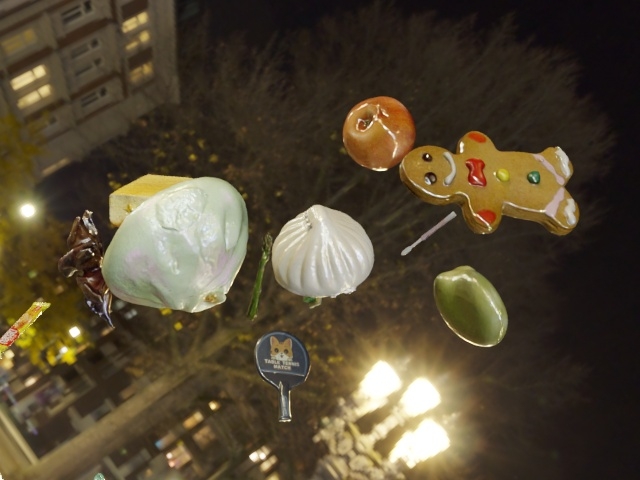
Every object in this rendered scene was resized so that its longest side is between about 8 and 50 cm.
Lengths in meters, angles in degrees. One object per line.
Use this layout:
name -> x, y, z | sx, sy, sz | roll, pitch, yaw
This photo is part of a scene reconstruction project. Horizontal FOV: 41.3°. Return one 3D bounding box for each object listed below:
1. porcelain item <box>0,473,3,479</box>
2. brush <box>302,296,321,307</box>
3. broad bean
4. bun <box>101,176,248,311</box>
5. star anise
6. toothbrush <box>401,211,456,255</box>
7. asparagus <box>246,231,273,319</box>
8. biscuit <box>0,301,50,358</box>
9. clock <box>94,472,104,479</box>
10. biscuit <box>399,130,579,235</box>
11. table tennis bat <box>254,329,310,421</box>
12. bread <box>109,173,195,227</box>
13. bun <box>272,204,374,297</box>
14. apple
porcelain item -> -0.752, 0.564, 1.874 | 0.141, 0.141, 0.259 | 38, -22, 38
brush -> -0.017, 0.060, 2.495 | 0.048, 0.282, 0.054 | 24, -31, -33
broad bean -> 0.364, 0.161, 2.062 | 0.263, 0.121, 0.189 | -129, -147, -68
bun -> -0.234, 0.032, 1.518 | 0.187, 0.293, 0.293 | 48, -22, 16
star anise -> -0.517, 0.067, 1.861 | 0.272, 0.102, 0.272 | 168, -90, -79
toothbrush -> 0.302, -0.017, 2.383 | 0.014, 0.194, 0.017 | 56, 22, 16
asparagus -> -0.111, 0.065, 1.558 | 0.022, 0.023, 0.233 | 18, -47, 4
biscuit -> -0.781, 0.232, 2.191 | 0.048, 0.292, 0.026 | 13, -65, 3
clock -> -0.525, 0.601, 1.844 | 0.060, 0.188, 0.148 | 38, 16, -31
biscuit -> 0.396, -0.141, 1.959 | 0.064, 0.432, 0.283 | 113, -17, -54
table tennis bat -> -0.094, 0.332, 2.099 | 0.027, 0.150, 0.236 | 131, -38, -51
bread -> -0.474, -0.111, 2.454 | 0.274, 0.185, 0.114 | -60, 154, -70
bun -> 0.000, 0.000, 2.087 | 0.263, 0.263, 0.175 | 34, -37, 43
apple -> 0.151, -0.286, 2.227 | 0.201, 0.201, 0.162 | 43, 6, 29
